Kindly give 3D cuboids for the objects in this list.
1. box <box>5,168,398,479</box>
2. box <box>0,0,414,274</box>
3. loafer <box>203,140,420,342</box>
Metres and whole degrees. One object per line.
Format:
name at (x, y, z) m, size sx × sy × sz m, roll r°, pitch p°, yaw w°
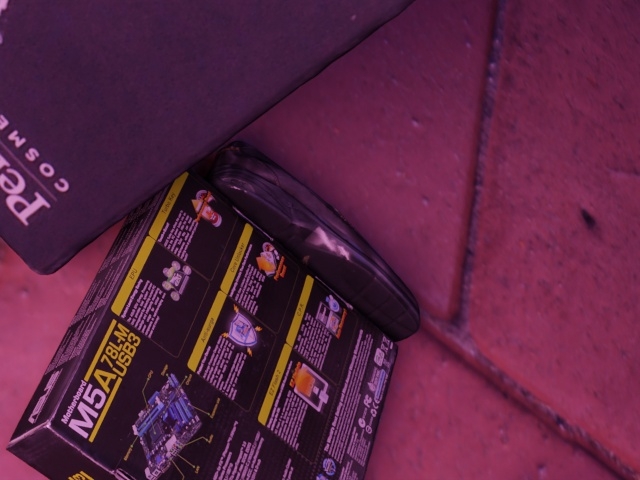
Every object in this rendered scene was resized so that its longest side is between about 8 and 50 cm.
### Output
box at (-0.049, 0.081, 0.636) m, size 0.184 × 0.045 × 0.190 m, roll 39°, pitch 44°, yaw -21°
box at (-0.079, -0.325, 0.503) m, size 0.480 × 0.472 × 0.297 m, roll 48°, pitch 35°, yaw -13°
loafer at (0.000, 0.000, 0.729) m, size 0.170 × 0.062 × 0.061 m, roll 41°, pitch 37°, yaw -24°
